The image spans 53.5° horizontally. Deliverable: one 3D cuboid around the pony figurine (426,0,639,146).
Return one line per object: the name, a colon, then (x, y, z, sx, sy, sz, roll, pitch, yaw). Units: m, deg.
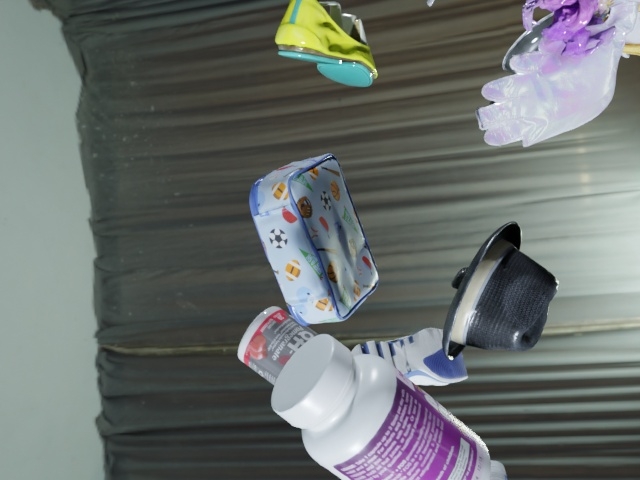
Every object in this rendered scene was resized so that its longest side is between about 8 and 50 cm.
pony figurine: (0.338, -0.305, 0.762, 0.363, 0.350, 0.303, 90, -12, -74)

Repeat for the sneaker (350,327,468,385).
sneaker: (0.164, 0.285, 1.464, 0.182, 0.315, 0.128, -36, -122, 58)

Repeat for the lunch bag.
lunch bag: (0.000, 0.000, 1.181, 0.243, 0.114, 0.303, -38, 112, -59)

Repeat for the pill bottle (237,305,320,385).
pill bottle: (-0.044, 0.324, 1.653, 0.176, 0.318, 0.176, -48, 158, -27)

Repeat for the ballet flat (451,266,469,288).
ballet flat: (0.357, 0.092, 1.510, 0.173, 0.049, 0.057, 10, 50, -56)

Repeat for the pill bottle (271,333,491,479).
pill bottle: (0.082, 0.267, 0.891, 0.301, 0.169, 0.169, 41, 31, -18)

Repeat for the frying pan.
frying pan: (0.461, -0.398, 1.443, 0.197, 0.326, 0.053, -12, 65, -42)

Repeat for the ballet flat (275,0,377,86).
ballet flat: (0.018, -0.238, 0.758, 0.231, 0.077, 0.077, -9, 108, -66)

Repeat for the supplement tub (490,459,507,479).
supplement tub: (0.287, 0.437, 1.074, 0.107, 0.071, 0.071, -87, 165, -44)

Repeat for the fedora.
fedora: (0.382, 0.125, 1.284, 0.334, 0.152, 0.334, -42, 145, -39)
